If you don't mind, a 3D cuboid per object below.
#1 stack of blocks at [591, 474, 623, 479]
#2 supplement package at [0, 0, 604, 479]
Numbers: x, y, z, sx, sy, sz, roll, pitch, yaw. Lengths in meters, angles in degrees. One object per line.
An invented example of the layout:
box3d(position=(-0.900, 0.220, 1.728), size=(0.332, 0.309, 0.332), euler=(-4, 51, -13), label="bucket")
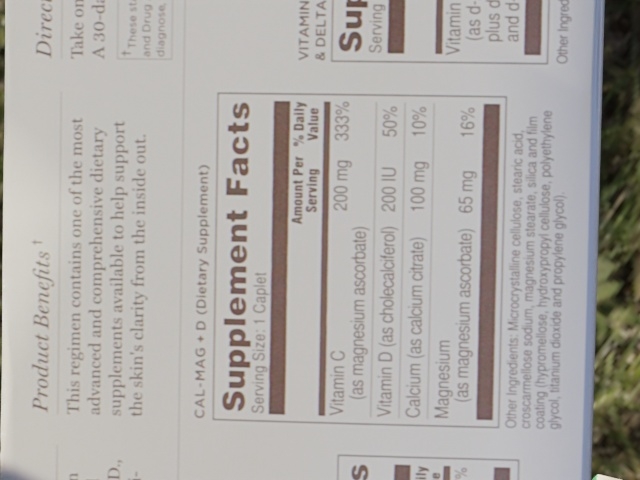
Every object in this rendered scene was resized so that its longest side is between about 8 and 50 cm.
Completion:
box3d(position=(0.165, 0.285, 0.753), size=(0.087, 0.171, 0.297), euler=(14, 58, -2), label="stack of blocks")
box3d(position=(0.000, 0.000, 0.421), size=(0.145, 0.262, 0.204), euler=(2, 3, 4), label="supplement package")
